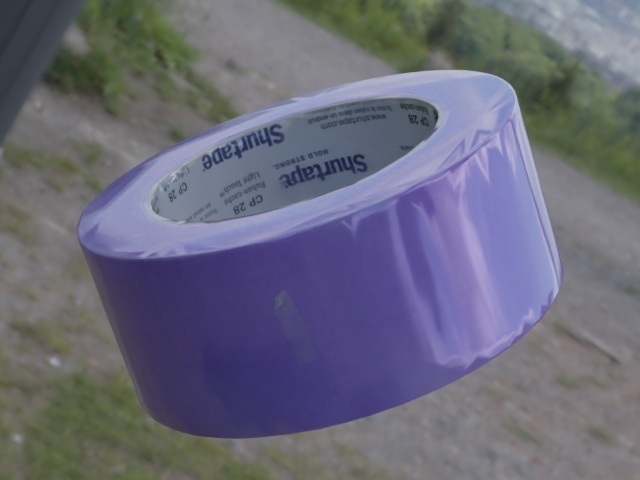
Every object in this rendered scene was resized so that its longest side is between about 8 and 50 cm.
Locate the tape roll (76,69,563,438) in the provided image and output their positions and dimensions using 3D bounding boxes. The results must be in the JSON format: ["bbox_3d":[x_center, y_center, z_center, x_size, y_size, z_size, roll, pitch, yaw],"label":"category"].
[{"bbox_3d":[0.000,0.000,0.649,0.189,0.189,0.080,-96,169,-71],"label":"tape roll"}]
